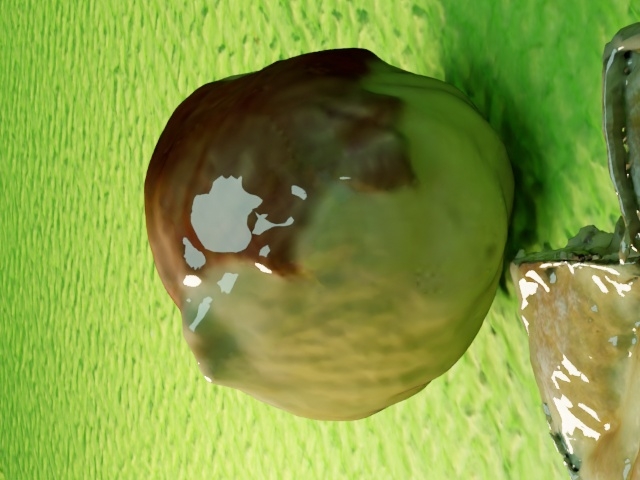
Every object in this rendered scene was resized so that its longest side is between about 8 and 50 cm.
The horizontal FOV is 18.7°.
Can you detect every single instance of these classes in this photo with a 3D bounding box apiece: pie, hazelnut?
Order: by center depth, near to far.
[{"bbox_3d":[0.203,0.055,0.994,0.337,0.075,0.337,36,131,57],"label":"pie"},{"bbox_3d":[0.000,0.000,1.295,0.261,0.241,0.261,24,145,18],"label":"hazelnut"}]
